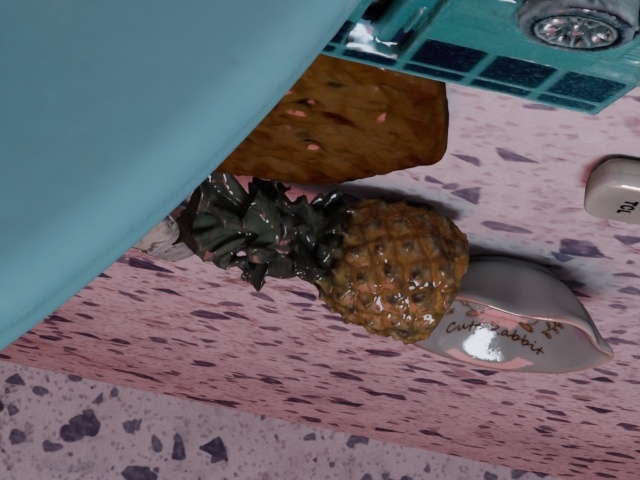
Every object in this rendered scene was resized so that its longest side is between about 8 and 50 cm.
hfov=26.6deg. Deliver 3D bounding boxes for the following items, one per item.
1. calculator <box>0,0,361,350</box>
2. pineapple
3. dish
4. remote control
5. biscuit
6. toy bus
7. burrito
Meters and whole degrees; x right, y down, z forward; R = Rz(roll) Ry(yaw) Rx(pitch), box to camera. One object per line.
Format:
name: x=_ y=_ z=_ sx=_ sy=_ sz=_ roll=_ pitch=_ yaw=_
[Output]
calculator: x=-0.147 y=-0.090 z=0.427 sx=0.256 sy=0.386 sz=0.054 roll=52 pitch=166 yaw=-11
pineapple: x=0.000 y=0.001 z=1.175 sx=0.248 sy=0.128 sz=0.128 roll=20 pitch=164 yaw=-9
dish: x=0.180 y=0.064 z=1.341 sx=0.229 sy=0.081 sz=0.229 roll=11 pitch=162 yaw=4
remote control: x=0.295 y=-0.024 z=1.018 sx=0.190 sy=0.029 sz=0.087 roll=11 pitch=165 yaw=1
biscuit: x=-0.080 y=-0.111 z=0.930 sx=0.359 sy=0.046 sz=0.359 roll=10 pitch=165 yaw=3
toy bus: x=0.030 y=-0.143 z=0.574 sx=0.256 sy=0.128 sz=0.147 roll=11 pitch=167 yaw=-9
burrito: x=-0.152 y=-0.012 z=1.272 sx=0.064 sy=0.064 sz=0.203 roll=9 pitch=177 yaw=6
